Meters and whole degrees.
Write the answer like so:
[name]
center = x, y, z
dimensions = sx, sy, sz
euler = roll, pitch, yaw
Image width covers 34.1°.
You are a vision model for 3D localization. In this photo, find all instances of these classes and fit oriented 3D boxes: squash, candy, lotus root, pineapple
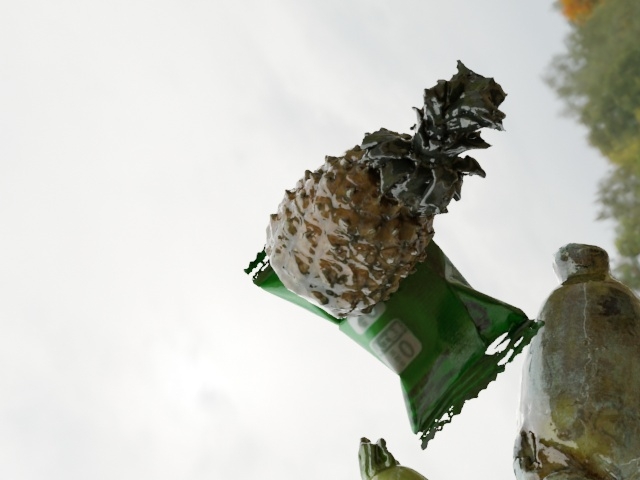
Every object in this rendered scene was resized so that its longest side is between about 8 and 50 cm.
[squash]
center = 0.129, 0.382, 1.378
dimensions = 0.287, 0.137, 0.137
euler = 37, -167, 27
[candy]
center = 0.059, 0.038, 0.799
dimensions = 0.203, 0.078, 0.141
euler = 43, -127, 9
[lotus root]
center = 0.303, 0.156, 1.169
dimensions = 0.175, 0.175, 0.349
euler = 44, -135, -32
[pineapple]
center = 0.047, -0.037, 0.690
dimensions = 0.108, 0.197, 0.108
euler = 30, -149, -20
